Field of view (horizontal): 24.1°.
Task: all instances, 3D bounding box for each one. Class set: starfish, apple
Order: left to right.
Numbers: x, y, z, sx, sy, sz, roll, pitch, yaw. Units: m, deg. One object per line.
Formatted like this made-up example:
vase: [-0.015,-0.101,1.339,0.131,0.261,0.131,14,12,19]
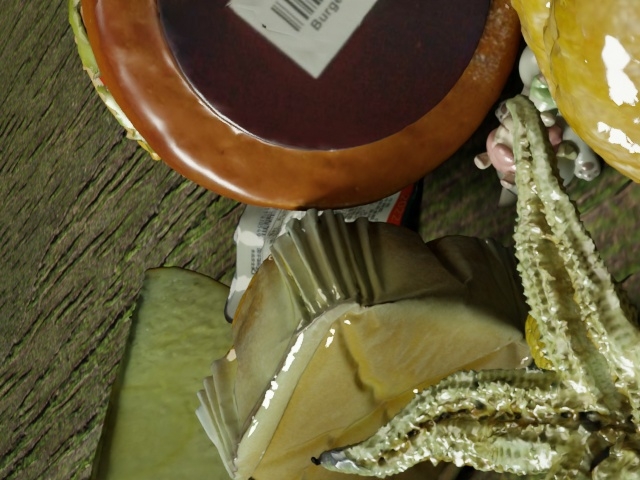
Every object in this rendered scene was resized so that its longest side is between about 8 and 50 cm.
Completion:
apple: [-0.123,0.189,1.340,0.254,0.179,0.346,-38,29,32]
starfish: [0.158,0.111,0.804,0.358,0.078,0.347,45,108,40]

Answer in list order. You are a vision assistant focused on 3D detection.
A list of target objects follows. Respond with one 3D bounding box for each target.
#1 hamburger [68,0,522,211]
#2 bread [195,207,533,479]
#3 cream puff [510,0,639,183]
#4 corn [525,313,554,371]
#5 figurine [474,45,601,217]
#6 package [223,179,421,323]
hamburger: [-0.024,-0.185,1.081,0.250,0.330,0.330,-135,57,-73]
bread: [0.030,0.084,1.056,0.210,0.192,0.110,-65,30,30]
cream puff: [0.229,-0.177,0.683,0.231,0.343,0.327,10,125,31]
corn: [0.185,0.095,0.895,0.206,0.067,0.067,56,131,48]
figurine: [0.136,-0.070,0.999,0.081,0.098,0.146,54,129,38]
package: [0.000,0.000,1.285,0.232,0.040,0.166,-3,71,50]
